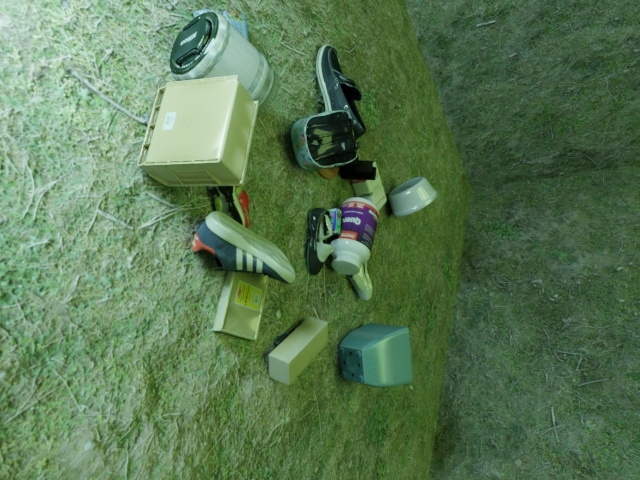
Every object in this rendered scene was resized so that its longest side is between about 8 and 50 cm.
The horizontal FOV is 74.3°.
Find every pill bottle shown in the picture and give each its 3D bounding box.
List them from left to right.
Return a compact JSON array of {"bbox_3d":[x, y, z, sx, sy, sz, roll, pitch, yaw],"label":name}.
[{"bbox_3d":[0.145,-0.019,1.860,0.181,0.181,0.323,48,48,-42],"label":"pill bottle"}]

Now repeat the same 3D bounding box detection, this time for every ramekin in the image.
[{"bbox_3d":[0.504,-0.252,2.367,0.127,0.273,0.273,59,40,-13],"label":"ramekin"}]

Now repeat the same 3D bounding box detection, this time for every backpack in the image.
[{"bbox_3d":[0.002,-0.394,1.686,0.253,0.191,0.225,-25,107,-41],"label":"backpack"}]

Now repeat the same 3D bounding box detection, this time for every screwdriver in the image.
[{"bbox_3d":[-0.122,0.341,1.562,0.170,0.024,0.025,-36,144,-59],"label":"screwdriver"}]

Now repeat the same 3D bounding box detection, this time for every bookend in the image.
[{"bbox_3d":[0.172,-0.347,1.927,0.157,0.156,0.072,67,30,-66],"label":"bookend"}]

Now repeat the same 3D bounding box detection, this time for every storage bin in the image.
[{"bbox_3d":[-0.328,-0.289,1.141,0.123,0.260,0.262,49,45,-64],"label":"storage bin"}]

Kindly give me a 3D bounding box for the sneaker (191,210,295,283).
[{"bbox_3d":[-0.236,0.056,1.299,0.350,0.148,0.131,37,16,-29],"label":"sneaker"}]

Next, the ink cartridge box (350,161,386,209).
[{"bbox_3d":[0.242,-0.262,2.120,0.158,0.092,0.218,-45,120,-49],"label":"ink cartridge box"}]

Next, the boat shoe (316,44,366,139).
[{"bbox_3d":[0.098,-0.653,1.872,0.187,0.156,0.500,16,60,-56],"label":"boat shoe"}]

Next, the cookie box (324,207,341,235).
[{"bbox_3d":[0.041,-0.076,1.795,0.040,0.092,0.107,19,70,-51],"label":"cookie box"}]

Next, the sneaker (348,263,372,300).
[{"bbox_3d":[0.173,0.179,1.975,0.095,0.090,0.235,-22,101,-42],"label":"sneaker"}]

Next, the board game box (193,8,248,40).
[{"bbox_3d":[-0.305,-0.649,1.398,0.194,0.060,0.194,-30,109,-54],"label":"board game box"}]

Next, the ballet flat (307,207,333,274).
[{"bbox_3d":[0.000,0.000,1.719,0.095,0.096,0.280,11,76,-55],"label":"ballet flat"}]

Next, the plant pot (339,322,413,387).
[{"bbox_3d":[0.224,0.514,1.858,0.252,0.248,0.247,-3,88,-40],"label":"plant pot"}]

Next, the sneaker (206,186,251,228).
[{"bbox_3d":[-0.286,-0.157,1.342,0.118,0.107,0.279,-43,126,-68],"label":"sneaker"}]

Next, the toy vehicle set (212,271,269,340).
[{"bbox_3d":[-0.248,0.180,1.378,0.166,0.035,0.267,35,57,-48],"label":"toy vehicle set"}]

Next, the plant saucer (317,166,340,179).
[{"bbox_3d":[0.035,-0.373,1.879,0.200,0.037,0.200,14,73,-55],"label":"plant saucer"}]

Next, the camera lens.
[{"bbox_3d":[-0.286,-0.510,1.261,0.274,0.219,0.219,29,62,-51],"label":"camera lens"}]

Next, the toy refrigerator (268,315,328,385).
[{"bbox_3d":[-0.078,0.393,1.539,0.269,0.094,0.102,-35,132,-52],"label":"toy refrigerator"}]
